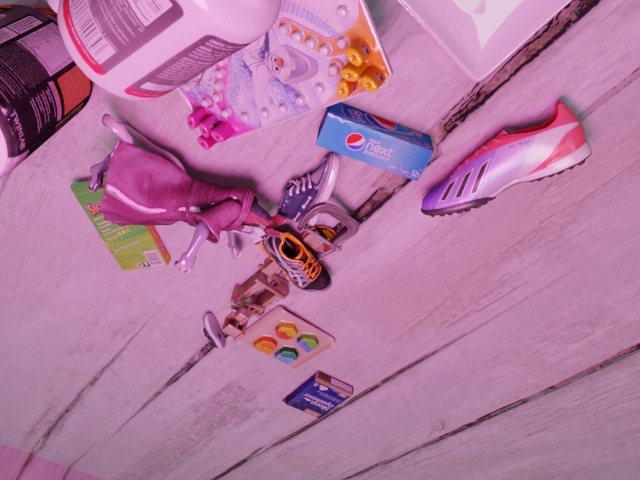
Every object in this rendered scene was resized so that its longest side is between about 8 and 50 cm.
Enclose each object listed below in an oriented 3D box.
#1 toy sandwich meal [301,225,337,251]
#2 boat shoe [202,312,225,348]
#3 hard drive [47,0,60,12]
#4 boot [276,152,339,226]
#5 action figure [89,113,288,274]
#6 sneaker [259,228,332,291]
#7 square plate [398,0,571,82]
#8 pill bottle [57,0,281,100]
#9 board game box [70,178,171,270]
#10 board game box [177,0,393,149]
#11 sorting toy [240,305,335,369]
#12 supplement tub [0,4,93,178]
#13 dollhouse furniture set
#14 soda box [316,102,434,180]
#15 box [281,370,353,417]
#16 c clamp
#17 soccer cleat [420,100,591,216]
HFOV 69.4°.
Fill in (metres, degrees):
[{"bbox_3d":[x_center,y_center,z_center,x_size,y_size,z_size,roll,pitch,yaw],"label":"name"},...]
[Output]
[{"bbox_3d":[0.000,0.000,1.065,0.086,0.029,0.085,3,130,3],"label":"toy sandwich meal"},{"bbox_3d":[-0.307,0.258,1.298,0.040,0.049,0.142,-5,131,10],"label":"boat shoe"},{"bbox_3d":[-0.310,-0.486,0.604,0.308,0.040,0.202,-40,72,31],"label":"hard drive"},{"bbox_3d":[-0.028,-0.107,0.952,0.086,0.069,0.189,14,130,-14],"label":"boot"},{"bbox_3d":[-0.247,-0.083,0.950,0.371,0.248,0.275,8,97,-4],"label":"action figure"},{"bbox_3d":[-0.047,0.051,1.061,0.215,0.084,0.083,40,156,-25],"label":"sneaker"},{"bbox_3d":[0.250,-0.461,0.646,0.344,0.049,0.347,36,124,-22],"label":"square plate"},{"bbox_3d":[-0.160,-0.301,0.555,0.319,0.176,0.176,-11,130,38],"label":"pill bottle"},{"bbox_3d":[-0.459,-0.037,1.075,0.124,0.039,0.259,-7,131,10],"label":"board game box"},{"bbox_3d":[-0.141,-0.344,0.674,0.390,0.050,0.389,-8,124,36],"label":"board game box"},{"bbox_3d":[-0.094,0.286,1.306,0.208,0.038,0.193,37,124,-23],"label":"sorting toy"},{"bbox_3d":[-0.491,-0.244,0.723,0.194,0.315,0.193,3,129,3],"label":"supplement tub"},{"bbox_3d":[-0.130,0.145,1.113,0.101,0.160,0.182,37,125,-23],"label":"dollhouse furniture set"},{"bbox_3d":[0.102,-0.189,0.874,0.210,0.067,0.071,18,129,-10],"label":"soda box"},{"bbox_3d":[-0.015,0.506,1.486,0.137,0.036,0.225,30,127,-18],"label":"box"},{"bbox_3d":[0.011,-0.017,0.999,0.137,0.022,0.161,-29,138,21],"label":"c clamp"},{"bbox_3d":[0.329,-0.144,0.881,0.319,0.108,0.116,-23,104,25],"label":"soccer cleat"}]
